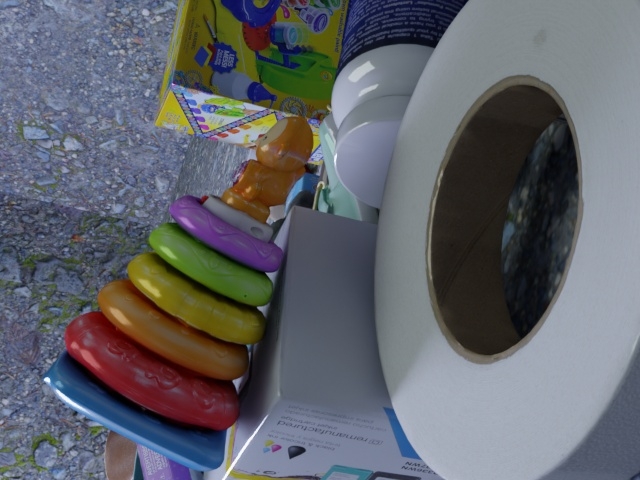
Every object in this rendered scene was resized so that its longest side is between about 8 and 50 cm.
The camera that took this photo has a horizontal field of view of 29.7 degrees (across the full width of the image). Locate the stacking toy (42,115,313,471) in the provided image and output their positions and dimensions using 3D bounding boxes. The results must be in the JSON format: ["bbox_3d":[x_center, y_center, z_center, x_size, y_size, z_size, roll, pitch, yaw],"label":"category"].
[{"bbox_3d":[-0.092,0.025,1.020,0.301,0.166,0.175,-60,6,5],"label":"stacking toy"}]

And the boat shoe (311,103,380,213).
[{"bbox_3d":[0.050,-0.124,1.412,0.116,0.097,0.324,41,-126,-64],"label":"boat shoe"}]

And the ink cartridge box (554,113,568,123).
[{"bbox_3d":[0.223,-0.227,0.953,0.239,0.060,0.275,-121,46,-73],"label":"ink cartridge box"}]

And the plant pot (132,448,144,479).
[{"bbox_3d":[-0.128,0.253,1.638,0.290,0.195,0.290,-167,90,-76],"label":"plant pot"}]

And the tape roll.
[{"bbox_3d":[0.154,-0.013,0.865,0.392,0.072,0.392,-170,90,-68],"label":"tape roll"}]

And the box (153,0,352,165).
[{"bbox_3d":[-0.067,-0.291,1.734,0.177,0.279,0.289,140,141,-69],"label":"box"}]

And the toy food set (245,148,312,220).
[{"bbox_3d":[-0.070,-0.126,1.944,0.104,0.111,0.232,-103,27,-61],"label":"toy food set"}]

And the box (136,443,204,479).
[{"bbox_3d":[-0.105,0.241,1.338,0.057,0.293,0.201,-28,55,14],"label":"box"}]

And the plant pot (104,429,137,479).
[{"bbox_3d":[-0.194,0.319,1.891,0.230,0.215,0.215,-36,40,49],"label":"plant pot"}]

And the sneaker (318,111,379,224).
[{"bbox_3d":[-0.008,-0.003,1.282,0.094,0.151,0.255,-77,-23,-77],"label":"sneaker"}]

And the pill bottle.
[{"bbox_3d":[0.092,-0.163,1.163,0.153,0.153,0.264,119,167,-48],"label":"pill bottle"}]

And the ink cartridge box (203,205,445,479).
[{"bbox_3d":[0.020,0.138,1.132,0.270,0.198,0.197,119,159,-52],"label":"ink cartridge box"}]

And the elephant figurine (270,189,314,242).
[{"bbox_3d":[-0.013,0.104,1.463,0.186,0.239,0.169,-39,15,27],"label":"elephant figurine"}]

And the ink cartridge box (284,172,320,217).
[{"bbox_3d":[0.000,0.000,1.578,0.090,0.092,0.143,129,152,-62],"label":"ink cartridge box"}]
